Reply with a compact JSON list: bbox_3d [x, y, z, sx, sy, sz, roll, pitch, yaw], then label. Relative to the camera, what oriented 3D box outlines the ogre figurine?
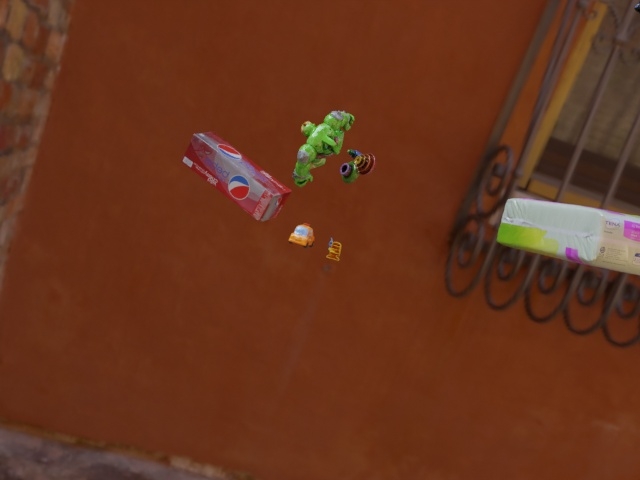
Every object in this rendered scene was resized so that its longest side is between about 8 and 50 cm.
[{"bbox_3d":[0.005,-0.217,1.996,0.097,0.197,0.118,56,-4,15],"label":"ogre figurine"}]

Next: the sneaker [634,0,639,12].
[{"bbox_3d":[0.837,-0.615,2.298,0.073,0.162,0.063,-11,-14,13],"label":"sneaker"}]

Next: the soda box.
[{"bbox_3d":[-0.204,-0.156,2.181,0.263,0.083,0.092,38,23,15],"label":"soda box"}]

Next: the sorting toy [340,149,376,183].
[{"bbox_3d":[0.071,-0.161,1.891,0.042,0.061,0.102,24,-30,-38],"label":"sorting toy"}]

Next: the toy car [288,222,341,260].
[{"bbox_3d":[0.000,0.000,1.557,0.122,0.040,0.060,18,8,33],"label":"toy car"}]

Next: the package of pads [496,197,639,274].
[{"bbox_3d":[0.489,-0.006,1.591,0.229,0.101,0.296,9,4,-22],"label":"package of pads"}]
